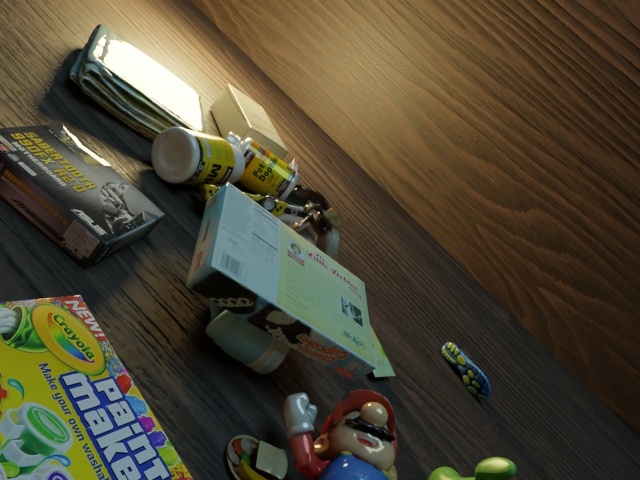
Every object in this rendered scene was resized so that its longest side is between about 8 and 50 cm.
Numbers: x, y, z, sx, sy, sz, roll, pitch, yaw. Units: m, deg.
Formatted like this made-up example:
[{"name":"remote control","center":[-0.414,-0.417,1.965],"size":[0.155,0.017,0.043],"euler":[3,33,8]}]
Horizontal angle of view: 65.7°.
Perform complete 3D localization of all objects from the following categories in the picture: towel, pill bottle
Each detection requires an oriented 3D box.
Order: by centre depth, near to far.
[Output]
[{"name":"pill bottle","center":[-0.266,-0.181,1.115],"size":[0.119,0.119,0.208],"euler":[48,19,14]},{"name":"towel","center":[-0.441,-0.375,1.241],"size":[0.320,0.090,0.374],"euler":[34,20,-34]},{"name":"pill bottle","center":[-0.173,-0.193,1.330],"size":[0.215,0.117,0.117],"euler":[35,20,-15]}]

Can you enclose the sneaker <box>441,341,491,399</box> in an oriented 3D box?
[{"name":"sneaker","center":[0.430,0.369,1.429],"size":[0.078,0.067,0.188],"euler":[13,31,-46]}]

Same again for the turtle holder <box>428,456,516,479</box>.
[{"name":"turtle holder","center":[0.200,0.435,0.615],"size":[0.227,0.243,0.320],"euler":[55,-23,-10]}]

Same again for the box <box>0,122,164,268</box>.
[{"name":"box","center":[-0.376,-0.077,0.753],"size":[0.231,0.056,0.183],"euler":[42,19,-4]}]

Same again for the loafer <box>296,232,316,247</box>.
[{"name":"loafer","center":[-0.030,0.031,1.262],"size":[0.125,0.045,0.039],"euler":[49,25,7]}]

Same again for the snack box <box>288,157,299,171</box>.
[{"name":"snack box","center":[-0.102,-0.222,1.635],"size":[0.022,0.064,0.178],"euler":[37,19,-14]}]

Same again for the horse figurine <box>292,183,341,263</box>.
[{"name":"horse figurine","center":[0.000,0.000,1.144],"size":[0.174,0.066,0.263],"euler":[-10,97,-59]}]

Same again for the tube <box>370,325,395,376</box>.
[{"name":"tube","center":[0.089,0.200,1.115],"size":[0.070,0.062,0.240],"euler":[-16,57,-21]}]

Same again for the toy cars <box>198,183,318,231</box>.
[{"name":"toy cars","center":[-0.130,-0.061,1.176],"size":[0.176,0.087,0.394],"euler":[14,3,26]}]

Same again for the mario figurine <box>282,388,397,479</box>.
[{"name":"mario figurine","center":[0.046,0.280,0.616],"size":[0.198,0.170,0.320],"euler":[58,14,-6]}]

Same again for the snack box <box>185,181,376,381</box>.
[{"name":"snack box","center":[-0.045,0.069,0.769],"size":[0.322,0.060,0.187],"euler":[37,31,-29]}]

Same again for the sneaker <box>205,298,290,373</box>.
[{"name":"sneaker","center":[-0.129,0.051,0.860],"size":[0.150,0.135,0.366],"euler":[39,18,-28]}]

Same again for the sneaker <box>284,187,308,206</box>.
[{"name":"sneaker","center":[-0.126,-0.150,1.459],"size":[0.188,0.066,0.071],"euler":[31,-4,-27]}]

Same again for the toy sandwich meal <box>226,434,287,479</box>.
[{"name":"toy sandwich meal","center":[-0.079,0.278,0.627],"size":[0.085,0.029,0.085],"euler":[38,19,-15]}]

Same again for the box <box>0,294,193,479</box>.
[{"name":"box","center":[-0.223,0.203,0.263],"size":[0.290,0.177,0.279],"euler":[49,18,18]}]

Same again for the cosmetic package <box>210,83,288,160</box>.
[{"name":"cosmetic package","center":[-0.234,-0.356,1.584],"size":[0.160,0.113,0.309],"euler":[27,23,-41]}]
